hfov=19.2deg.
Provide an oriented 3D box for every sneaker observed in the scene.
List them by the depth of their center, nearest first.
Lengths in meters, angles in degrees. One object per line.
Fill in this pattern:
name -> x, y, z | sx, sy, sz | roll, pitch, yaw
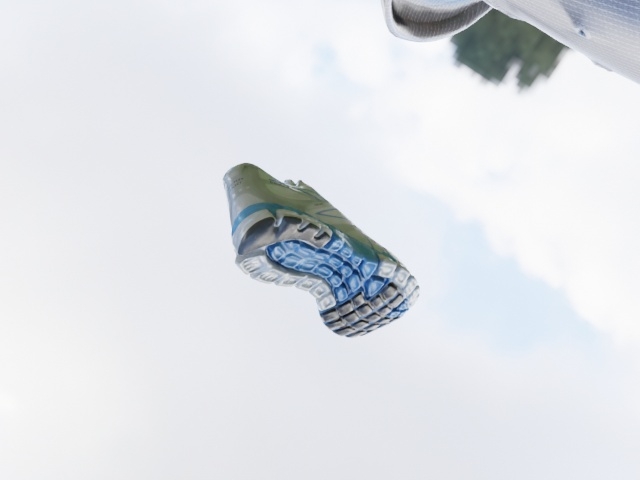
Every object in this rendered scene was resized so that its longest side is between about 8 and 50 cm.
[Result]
sneaker -> 0.000, 0.000, 1.270 | 0.191, 0.071, 0.083 | 38, -159, -50

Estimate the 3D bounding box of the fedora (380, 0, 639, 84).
fedora -> 0.140, -0.132, 0.670 | 0.124, 0.244, 0.275 | 46, 180, 16
